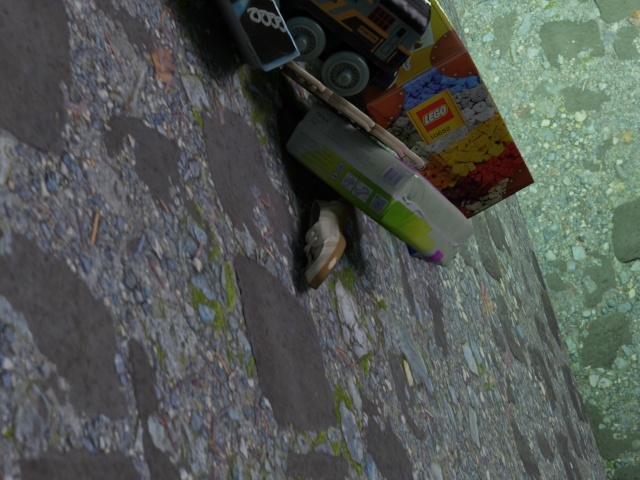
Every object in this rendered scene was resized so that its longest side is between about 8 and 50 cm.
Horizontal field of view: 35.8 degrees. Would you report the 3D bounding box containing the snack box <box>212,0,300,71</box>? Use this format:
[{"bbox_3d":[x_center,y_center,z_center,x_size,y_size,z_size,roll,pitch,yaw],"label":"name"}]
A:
[{"bbox_3d":[-0.139,-0.390,1.345,0.321,0.060,0.187,63,-5,-18],"label":"snack box"}]

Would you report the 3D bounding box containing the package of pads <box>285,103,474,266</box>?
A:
[{"bbox_3d":[0.096,-0.086,1.571,0.229,0.101,0.296,39,3,30],"label":"package of pads"}]

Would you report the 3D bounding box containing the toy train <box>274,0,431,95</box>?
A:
[{"bbox_3d":[0.011,-0.370,1.528,0.334,0.190,0.142,35,34,-16],"label":"toy train"}]

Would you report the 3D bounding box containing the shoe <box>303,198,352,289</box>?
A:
[{"bbox_3d":[0.000,0.000,1.435,0.058,0.076,0.219,29,27,-6],"label":"shoe"}]

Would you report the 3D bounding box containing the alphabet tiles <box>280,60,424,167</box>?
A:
[{"bbox_3d":[0.032,-0.207,1.537,0.278,0.021,0.284,33,6,-28],"label":"alphabet tiles"}]

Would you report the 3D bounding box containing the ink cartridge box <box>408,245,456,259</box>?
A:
[{"bbox_3d":[0.224,-0.011,2.066,0.207,0.046,0.097,14,56,-67],"label":"ink cartridge box"}]

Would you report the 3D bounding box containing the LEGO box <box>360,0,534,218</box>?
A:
[{"bbox_3d":[0.178,-0.329,1.896,0.372,0.193,0.500,51,14,-44],"label":"LEGO box"}]
